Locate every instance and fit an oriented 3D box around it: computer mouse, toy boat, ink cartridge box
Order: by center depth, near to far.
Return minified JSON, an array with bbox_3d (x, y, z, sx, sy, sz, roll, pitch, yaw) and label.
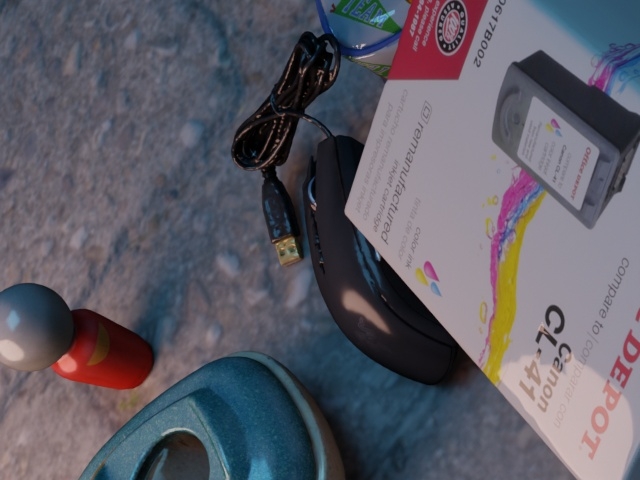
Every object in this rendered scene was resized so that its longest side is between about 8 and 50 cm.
[{"bbox_3d":[0.163,-0.025,1.076,0.306,0.131,0.226,51,133,43],"label":"ink cartridge box"},{"bbox_3d":[0.000,0.000,1.303,0.262,0.060,0.184,67,152,13],"label":"computer mouse"},{"bbox_3d":[-0.138,0.157,1.326,0.267,0.148,0.318,-49,49,14],"label":"toy boat"}]

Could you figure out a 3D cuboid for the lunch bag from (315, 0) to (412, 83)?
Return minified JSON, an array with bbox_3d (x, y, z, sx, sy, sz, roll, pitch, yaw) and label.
[{"bbox_3d":[0.105,-0.258,1.322,0.243,0.115,0.303,-27,56,26],"label":"lunch bag"}]
